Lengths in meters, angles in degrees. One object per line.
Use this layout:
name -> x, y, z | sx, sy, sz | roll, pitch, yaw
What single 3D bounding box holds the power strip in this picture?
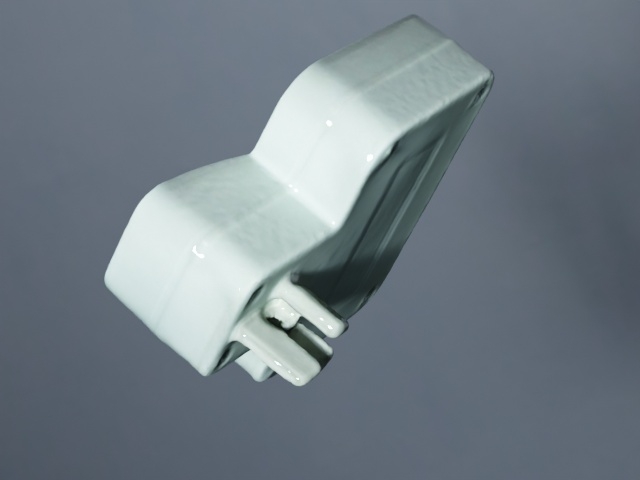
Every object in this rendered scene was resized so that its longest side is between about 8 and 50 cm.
power strip -> 0.000, 0.000, 1.147 | 0.141, 0.261, 0.229 | 39, 128, 14
